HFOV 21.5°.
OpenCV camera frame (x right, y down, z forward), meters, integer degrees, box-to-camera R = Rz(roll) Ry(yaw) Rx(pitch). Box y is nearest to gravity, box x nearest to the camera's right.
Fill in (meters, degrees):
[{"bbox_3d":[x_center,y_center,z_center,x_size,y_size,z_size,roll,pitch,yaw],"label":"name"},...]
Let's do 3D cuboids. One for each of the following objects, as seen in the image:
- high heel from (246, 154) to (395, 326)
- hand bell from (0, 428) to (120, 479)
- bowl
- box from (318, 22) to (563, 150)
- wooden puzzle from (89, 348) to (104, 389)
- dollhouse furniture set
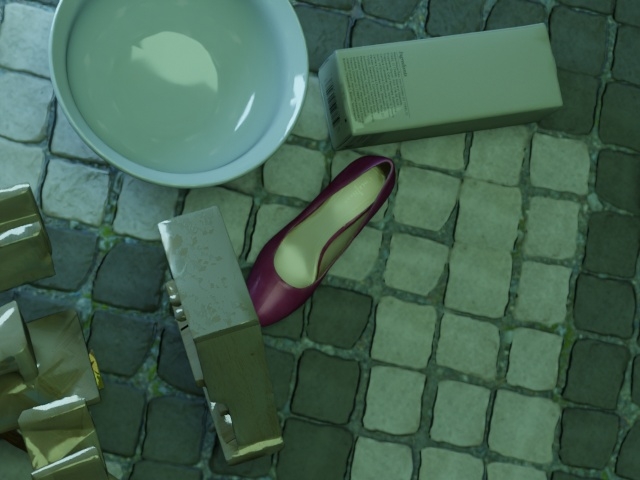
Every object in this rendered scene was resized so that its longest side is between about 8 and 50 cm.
[{"bbox_3d":[0.000,0.000,1.957,0.082,0.117,0.244,46,72,-2],"label":"high heel"},{"bbox_3d":[-0.293,0.245,1.857,0.242,0.126,0.126,43,72,9],"label":"hand bell"},{"bbox_3d":[-0.171,-0.192,1.944,0.298,0.134,0.297,3,78,-14],"label":"bowl"},{"bbox_3d":[0.145,-0.186,2.042,0.275,0.094,0.113,-8,82,-16],"label":"box"},{"bbox_3d":[-0.306,0.143,1.908,0.116,0.014,0.078,-6,81,-15],"label":"wooden puzzle"},{"bbox_3d":[-0.261,0.148,1.791,0.394,0.256,0.362,-17,54,-6],"label":"dollhouse furniture set"}]
